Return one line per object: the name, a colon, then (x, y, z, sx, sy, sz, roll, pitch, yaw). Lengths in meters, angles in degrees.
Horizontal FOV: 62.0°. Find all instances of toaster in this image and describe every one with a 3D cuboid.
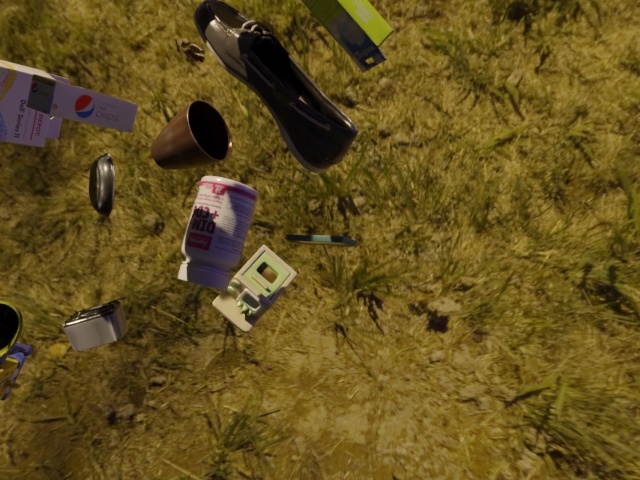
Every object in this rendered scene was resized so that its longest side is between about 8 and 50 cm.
toaster: (-0.734, 0.276, 1.769, 0.186, 0.168, 0.110, -16, 101, -10)

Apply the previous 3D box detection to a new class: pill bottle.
pill bottle: (-0.279, -0.017, 1.430, 0.160, 0.160, 0.283, 13, 83, 9)

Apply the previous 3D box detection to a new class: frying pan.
frying pan: (-0.701, -0.188, 1.671, 0.326, 0.053, 0.197, 27, 112, 50)

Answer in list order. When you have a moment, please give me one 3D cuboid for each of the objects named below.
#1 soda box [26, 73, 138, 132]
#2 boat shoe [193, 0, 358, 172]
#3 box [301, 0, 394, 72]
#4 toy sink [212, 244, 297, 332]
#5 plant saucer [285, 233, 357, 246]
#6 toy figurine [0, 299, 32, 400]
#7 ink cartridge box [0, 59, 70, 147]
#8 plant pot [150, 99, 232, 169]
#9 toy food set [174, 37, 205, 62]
soda box: (-0.495, -0.285, 1.123, 0.074, 0.216, 0.069, 22, 101, 23)
boat shoe: (-0.063, -0.261, 0.828, 0.335, 0.112, 0.095, 52, 130, 2)
box: (0.035, -0.344, 0.808, 0.178, 0.109, 0.042, 45, 84, -15)
toy sink: (-0.211, 0.155, 1.725, 0.153, 0.131, 0.234, 42, 52, -2)
plant saucer: (0.000, 0.000, 1.366, 0.192, 0.067, 0.018, 2, 80, 40)
toy figurine: (-0.725, 0.263, 1.137, 0.191, 0.217, 0.362, 23, 92, 0)
ink cartridge box: (-0.870, -0.384, 1.469, 0.119, 0.353, 0.207, 32, 110, 39)
plant pot: (-0.458, -0.332, 1.817, 0.230, 0.215, 0.215, -19, 73, 27)
toy food set: (-0.418, -0.617, 1.732, 0.122, 0.078, 0.019, 30, 62, 15)
